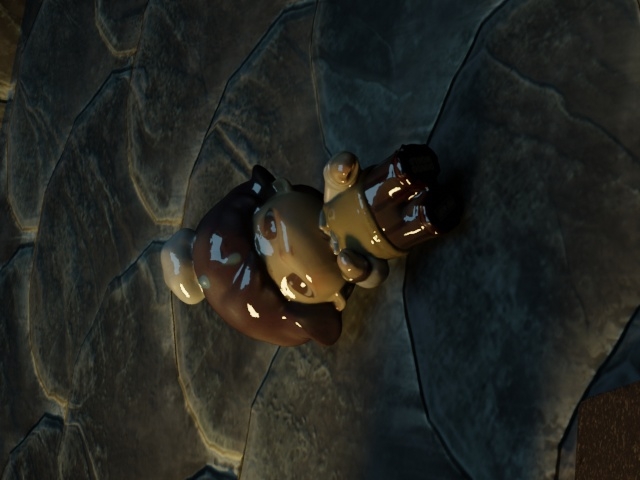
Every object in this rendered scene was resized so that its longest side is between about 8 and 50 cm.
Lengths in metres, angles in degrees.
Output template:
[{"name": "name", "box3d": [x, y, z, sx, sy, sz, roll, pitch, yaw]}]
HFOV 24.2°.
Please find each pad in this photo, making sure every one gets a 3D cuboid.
[{"name": "pad", "box3d": [0.261, 0.295, 1.340, 0.220, 0.004, 0.330, 127, 149, -74]}]

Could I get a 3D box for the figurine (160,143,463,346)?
[{"name": "figurine", "box3d": [-0.006, 0.011, 1.803, 0.365, 0.218, 0.206, -19, 26, 54]}]
